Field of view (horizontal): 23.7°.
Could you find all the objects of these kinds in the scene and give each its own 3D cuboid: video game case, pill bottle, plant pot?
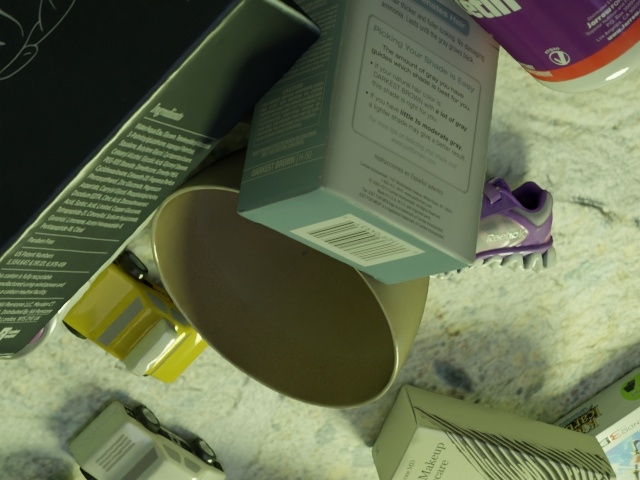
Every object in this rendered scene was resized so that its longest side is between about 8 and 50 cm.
[{"bbox_3d":[0.424,0.297,2.037,0.244,0.061,0.269,-33,130,0],"label":"video game case"},{"bbox_3d":[0.159,-0.281,1.272,0.323,0.181,0.181,38,101,-29],"label":"pill bottle"},{"bbox_3d":[0.000,0.000,1.522,0.191,0.284,0.284,-51,140,-35],"label":"plant pot"}]

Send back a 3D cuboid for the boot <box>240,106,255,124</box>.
[{"bbox_3d":[-0.050,-0.219,1.424,0.338,0.118,0.223,-10,118,-28],"label":"boot"}]

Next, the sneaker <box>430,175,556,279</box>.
[{"bbox_3d":[0.164,-0.021,1.678,0.236,0.095,0.105,-4,117,-29],"label":"sneaker"}]

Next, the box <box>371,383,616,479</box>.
[{"bbox_3d":[0.210,0.272,1.853,0.275,0.094,0.113,15,114,-17],"label":"box"}]

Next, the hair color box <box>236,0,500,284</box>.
[{"bbox_3d":[0.057,-0.171,1.352,0.185,0.375,0.113,26,153,-36],"label":"hair color box"}]

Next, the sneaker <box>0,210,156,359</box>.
[{"bbox_3d":[-0.243,0.011,1.480,0.305,0.114,0.152,-41,176,30],"label":"sneaker"}]

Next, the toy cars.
[{"bbox_3d":[-0.185,0.179,1.645,0.176,0.087,0.394,-13,127,-17],"label":"toy cars"}]

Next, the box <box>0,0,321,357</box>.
[{"bbox_3d":[-0.252,-0.141,1.220,0.395,0.293,0.212,-45,169,9],"label":"box"}]
